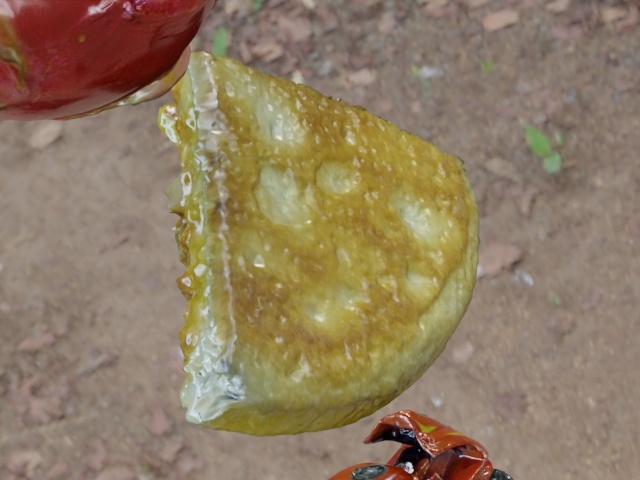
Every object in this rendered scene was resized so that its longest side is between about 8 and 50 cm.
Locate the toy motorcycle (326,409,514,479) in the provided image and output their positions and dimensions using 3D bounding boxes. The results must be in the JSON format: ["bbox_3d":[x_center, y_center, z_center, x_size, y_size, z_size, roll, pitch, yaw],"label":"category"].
[{"bbox_3d":[0.039,0.222,1.056,0.089,0.171,0.298,11,31,44],"label":"toy motorcycle"}]

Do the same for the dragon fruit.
[{"bbox_3d":[-0.156,-0.163,0.770,0.227,0.224,0.224,-5,51,33],"label":"dragon fruit"}]

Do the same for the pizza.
[{"bbox_3d":[0.013,0.029,0.964,0.087,0.257,0.268,-42,41,38],"label":"pizza"}]
